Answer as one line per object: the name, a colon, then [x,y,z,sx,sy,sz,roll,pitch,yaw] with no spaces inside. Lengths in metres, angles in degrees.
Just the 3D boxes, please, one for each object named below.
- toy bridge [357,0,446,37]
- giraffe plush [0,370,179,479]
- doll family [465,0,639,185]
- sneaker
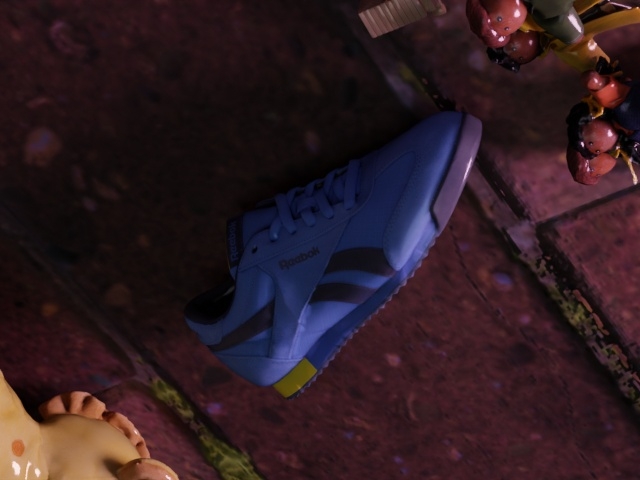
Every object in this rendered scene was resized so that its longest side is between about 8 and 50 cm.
toy bridge: [0.008,-0.170,0.698,0.063,0.026,0.188,-19,123,27]
giraffe plush: [-0.183,0.143,0.954,0.170,0.181,0.210,26,98,-21]
doll family: [0.132,-0.077,0.717,0.111,0.076,0.193,-25,123,25]
sneaker: [0.000,0.000,0.820,0.082,0.069,0.209,33,130,-9]
